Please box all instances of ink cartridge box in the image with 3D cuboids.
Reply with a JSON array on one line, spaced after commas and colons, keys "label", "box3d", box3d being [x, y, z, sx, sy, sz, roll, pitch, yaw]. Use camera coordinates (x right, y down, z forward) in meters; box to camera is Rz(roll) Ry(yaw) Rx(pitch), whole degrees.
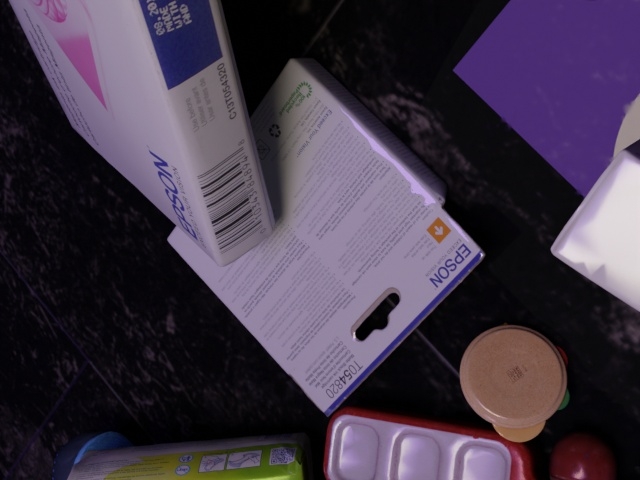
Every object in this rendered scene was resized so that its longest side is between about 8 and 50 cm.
[{"label": "ink cartridge box", "box3d": [-0.181, -0.176, 0.621, 0.330, 0.071, 0.324, 38, 156, 31]}, {"label": "ink cartridge box", "box3d": [0.000, 0.000, 0.706, 0.224, 0.045, 0.223, 47, 120, 12]}]

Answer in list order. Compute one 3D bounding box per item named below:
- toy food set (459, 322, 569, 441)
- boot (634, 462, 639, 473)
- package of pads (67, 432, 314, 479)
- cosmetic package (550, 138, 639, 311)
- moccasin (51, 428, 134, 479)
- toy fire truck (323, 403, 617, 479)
[{"label": "toy food set", "box3d": [0.149, 0.104, 0.636, 0.083, 0.020, 0.082, 41, 79, 20]}, {"label": "boot", "box3d": [0.266, 0.144, 0.586, 0.121, 0.045, 0.099, 47, 123, 12]}, {"label": "package of pads", "box3d": [-0.108, 0.333, 0.774, 0.229, 0.101, 0.296, -6, 99, 4]}, {"label": "cosmetic package", "box3d": [0.272, 0.028, 0.511, 0.231, 0.117, 0.085, 37, 117, 17]}, {"label": "moccasin", "box3d": [-0.234, 0.366, 0.884, 0.117, 0.138, 0.342, -1, 101, 39]}, {"label": "toy fire truck", "box3d": [0.132, 0.267, 0.639, 0.302, 0.169, 0.253, 3, 85, 29]}]
